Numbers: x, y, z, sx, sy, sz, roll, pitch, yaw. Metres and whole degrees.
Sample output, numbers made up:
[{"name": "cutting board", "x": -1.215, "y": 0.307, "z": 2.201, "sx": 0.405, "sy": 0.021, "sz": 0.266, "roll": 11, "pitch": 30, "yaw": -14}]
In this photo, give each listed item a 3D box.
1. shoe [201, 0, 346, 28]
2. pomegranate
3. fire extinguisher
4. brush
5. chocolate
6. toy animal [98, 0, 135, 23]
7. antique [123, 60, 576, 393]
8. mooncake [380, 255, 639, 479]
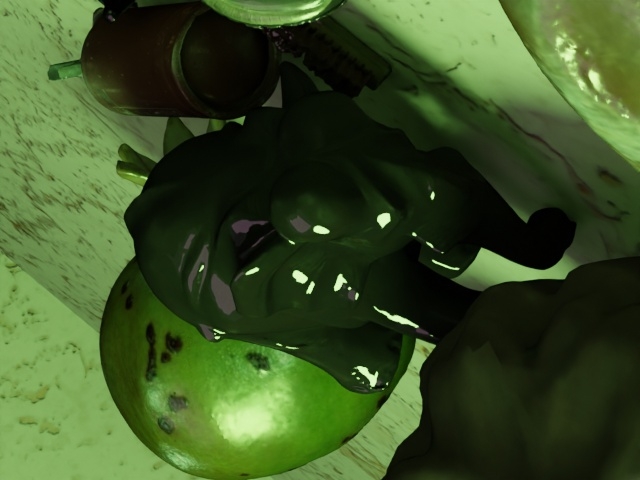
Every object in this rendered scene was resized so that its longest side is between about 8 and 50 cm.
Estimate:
[{"name": "shoe", "x": -0.067, "y": -0.207, "z": 1.279, "sx": 0.194, "sy": 0.074, "sz": 0.077, "roll": 27, "pitch": 147, "yaw": 28}, {"name": "pomegranate", "x": -0.056, "y": 0.054, "z": 1.714, "sx": 0.291, "sy": 0.291, "sz": 0.323, "roll": 24, "pitch": 125, "yaw": 41}, {"name": "fire extinguisher", "x": -0.135, "y": -0.147, "z": 1.545, "sx": 0.105, "sy": 0.105, "sz": 0.269, "roll": 45, "pitch": 165, "yaw": -24}, {"name": "brush", "x": -0.056, "y": -0.187, "z": 1.375, "sx": 0.248, "sy": 0.036, "sz": 0.043, "roll": 39, "pitch": 157, "yaw": -3}, {"name": "chocolate", "x": 0.179, "y": -0.093, "z": 1.022, "sx": 0.261, "sy": 0.083, "sz": 0.161, "roll": 46, "pitch": 161, "yaw": -25}, {"name": "toy animal", "x": -0.193, "y": -0.249, "z": 1.490, "sx": 0.202, "sy": 0.070, "sz": 0.105, "roll": 42, "pitch": 157, "yaw": 12}, {"name": "antique", "x": 0.000, "y": 0.000, "z": 1.412, "sx": 0.322, "sy": 0.185, "sz": 0.255, "roll": -12, "pitch": 146, "yaw": 42}, {"name": "mooncake", "x": 0.204, "y": 0.192, "z": 1.227, "sx": 0.212, "sy": 0.381, "sz": 0.350, "roll": 2, "pitch": -156, "yaw": -39}]
